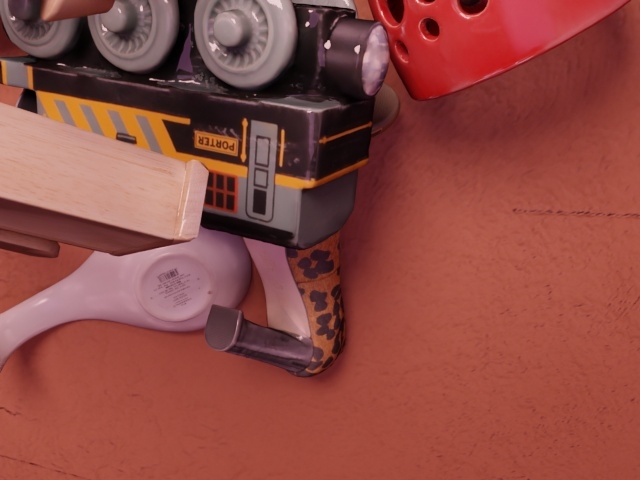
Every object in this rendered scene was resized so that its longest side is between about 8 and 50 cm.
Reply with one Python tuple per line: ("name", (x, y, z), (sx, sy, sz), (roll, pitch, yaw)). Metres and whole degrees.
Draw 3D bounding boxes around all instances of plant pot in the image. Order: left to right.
("plant pot", (0.112, -0.218, 0.520), (0.191, 0.191, 0.174), (-28, 106, 12))

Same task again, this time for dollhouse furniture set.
("dollhouse furniture set", (-0.153, -0.181, 0.441), (0.173, 0.303, 0.356), (17, 75, -34))

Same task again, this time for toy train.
("toy train", (-0.110, -0.112, 0.551), (0.334, 0.142, 0.190), (13, 110, 23))

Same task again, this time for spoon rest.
("spoon rest", (-0.202, 0.053, 0.707), (0.276, 0.084, 0.137), (-21, 113, -5))

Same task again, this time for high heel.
("high heel", (0.000, 0.000, 0.694), (0.093, 0.186, 0.261), (19, 85, 36))

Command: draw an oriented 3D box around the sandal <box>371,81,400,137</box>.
("sandal", (-0.019, -0.138, 0.605), (0.180, 0.049, 0.072), (28, 74, 3))
